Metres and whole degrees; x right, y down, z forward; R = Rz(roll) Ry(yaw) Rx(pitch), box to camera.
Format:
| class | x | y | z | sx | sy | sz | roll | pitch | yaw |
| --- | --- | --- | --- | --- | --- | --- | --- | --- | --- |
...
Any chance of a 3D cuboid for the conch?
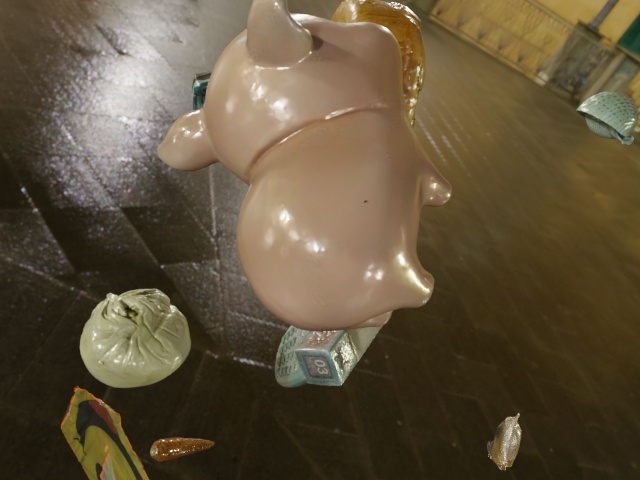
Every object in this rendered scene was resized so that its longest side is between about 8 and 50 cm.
| class | x | y | z | sx | sy | sz | roll | pitch | yaw |
| --- | --- | --- | --- | --- | --- | --- | --- | --- | --- |
| conch | 0.363 | -0.157 | 0.802 | 0.076 | 0.056 | 0.085 | 24 | 12 | -25 |

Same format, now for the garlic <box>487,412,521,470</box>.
| class | x | y | z | sx | sy | sz | roll | pitch | yaw |
| --- | --- | --- | --- | --- | --- | --- | --- | --- | --- |
| garlic | 0.472 | 0.499 | 1.615 | 0.066 | 0.152 | 0.084 | 18 | -2 | -17 |

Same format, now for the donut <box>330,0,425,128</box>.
| class | x | y | z | sx | sy | sz | roll | pitch | yaw |
| --- | --- | --- | --- | --- | --- | --- | --- | --- | --- |
| donut | 0.065 | -0.226 | 0.899 | 0.114 | 0.226 | 0.226 | 6 | 35 | -14 |

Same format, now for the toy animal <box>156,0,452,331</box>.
| class | x | y | z | sx | sy | sz | roll | pitch | yaw |
| --- | --- | --- | --- | --- | --- | --- | --- | --- | --- |
| toy animal | -0.005 | -0.073 | 0.632 | 0.269 | 0.237 | 0.326 | 30 | 47 | -22 |

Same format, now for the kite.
| class | x | y | z | sx | sy | sz | roll | pitch | yaw |
| --- | --- | --- | --- | --- | --- | --- | --- | --- | --- |
| kite | -0.312 | 0.379 | 0.994 | 0.377 | 0.327 | 0.013 | 16 | 29 | 42 |

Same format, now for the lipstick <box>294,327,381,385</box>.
| class | x | y | z | sx | sy | sz | roll | pitch | yaw |
| --- | --- | --- | --- | --- | --- | --- | --- | --- | --- |
| lipstick | 0.080 | 0.128 | 1.233 | 0.371 | 0.076 | 0.080 | -47 | 124 | -48 |

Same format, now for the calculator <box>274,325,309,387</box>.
| class | x | y | z | sx | sy | sz | roll | pitch | yaw |
| --- | --- | --- | --- | --- | --- | --- | --- | --- | --- |
| calculator | -0.028 | 0.241 | 1.477 | 0.042 | 0.295 | 0.184 | 23 | 57 | -21 |

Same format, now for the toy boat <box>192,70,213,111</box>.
| class | x | y | z | sx | sy | sz | roll | pitch | yaw |
| --- | --- | --- | --- | --- | --- | --- | --- | --- | --- |
| toy boat | -0.156 | -0.186 | 0.950 | 0.059 | 0.140 | 0.066 | -17 | 67 | -11 |

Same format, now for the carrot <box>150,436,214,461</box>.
| class | x | y | z | sx | sy | sz | roll | pitch | yaw |
| --- | --- | --- | --- | --- | --- | --- | --- | --- | --- |
| carrot | -0.290 | 0.446 | 1.395 | 0.048 | 0.048 | 0.216 | 48 | 11 | 26 |

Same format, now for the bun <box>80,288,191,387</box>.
| class | x | y | z | sx | sy | sz | roll | pitch | yaw |
| --- | --- | --- | --- | --- | --- | --- | --- | --- | --- |
| bun | -0.383 | 0.190 | 1.337 | 0.229 | 0.145 | 0.229 | 1 | 37 | -1 |
